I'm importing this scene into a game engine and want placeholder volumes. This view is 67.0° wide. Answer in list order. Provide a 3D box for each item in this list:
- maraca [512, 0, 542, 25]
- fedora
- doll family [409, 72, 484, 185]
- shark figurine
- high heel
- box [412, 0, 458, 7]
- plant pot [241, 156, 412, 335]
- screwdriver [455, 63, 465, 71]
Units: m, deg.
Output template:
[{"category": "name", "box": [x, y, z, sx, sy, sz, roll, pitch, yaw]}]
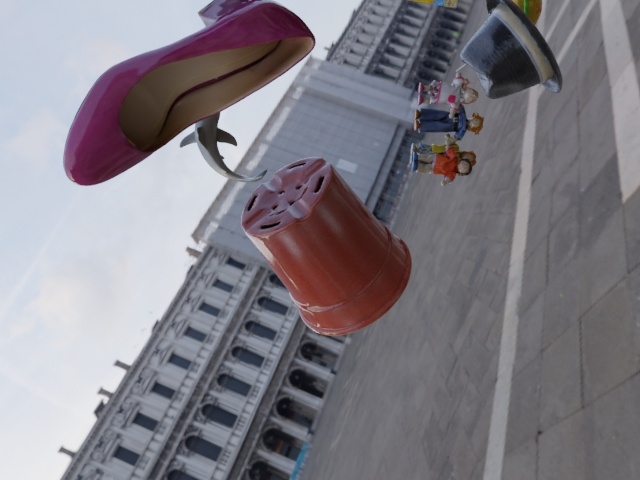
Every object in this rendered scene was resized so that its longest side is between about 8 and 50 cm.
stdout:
[{"category": "maraca", "box": [0.568, -0.632, 1.356, 0.127, 0.099, 0.186, -48, -49, -66]}, {"category": "fedora", "box": [0.456, -0.455, 1.216, 0.152, 0.334, 0.334, -37, 6, 21]}, {"category": "doll family", "box": [0.303, -0.254, 1.153, 0.118, 0.163, 0.263, 30, -115, -86]}, {"category": "shark figurine", "box": [-0.261, -0.230, 1.195, 0.166, 0.278, 0.116, -31, -10, -1]}, {"category": "high heel", "box": [-0.184, -0.193, 0.658, 0.377, 0.181, 0.127, -50, -33, -4]}, {"category": "box", "box": [0.183, -0.670, 0.976, 0.290, 0.279, 0.177, 96, -170, -49]}, {"category": "plant pot", "box": [0.000, 0.000, 0.951, 0.265, 0.272, 0.272, 51, -131, -34]}, {"category": "screwdriver", "box": [0.465, -0.546, 1.417, 0.170, 0.024, 0.025, -32, 11, 38]}]
